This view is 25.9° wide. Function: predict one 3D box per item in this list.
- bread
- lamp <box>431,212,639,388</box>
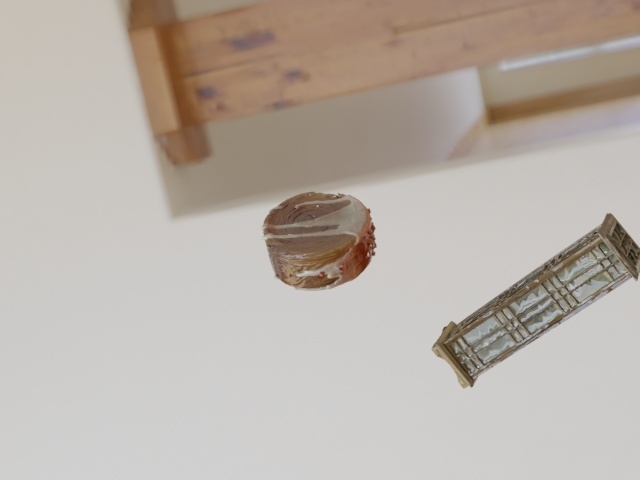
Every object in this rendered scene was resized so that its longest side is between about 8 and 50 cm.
[{"bbox_3d":[0.000,0.000,1.944,0.160,0.073,0.160,-7,36,5],"label":"bread"},{"bbox_3d":[0.313,0.090,2.014,0.325,0.089,0.090,-37,5,28],"label":"lamp"}]
